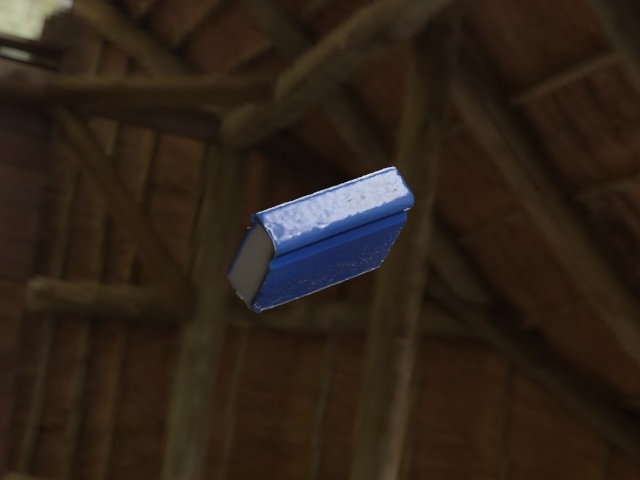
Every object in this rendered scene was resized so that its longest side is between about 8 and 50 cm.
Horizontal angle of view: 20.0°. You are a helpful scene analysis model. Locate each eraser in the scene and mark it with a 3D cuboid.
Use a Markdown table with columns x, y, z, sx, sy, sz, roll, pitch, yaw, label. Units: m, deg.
| x | y | z | sx | sy | sz | roll | pitch | yaw | label |
| --- | --- | --- | --- | --- | --- | --- | --- | --- | --- |
| 0.000 | 0.000 | 0.914 | 0.027 | 0.084 | 0.063 | 58 | -31 | 21 | eraser |
